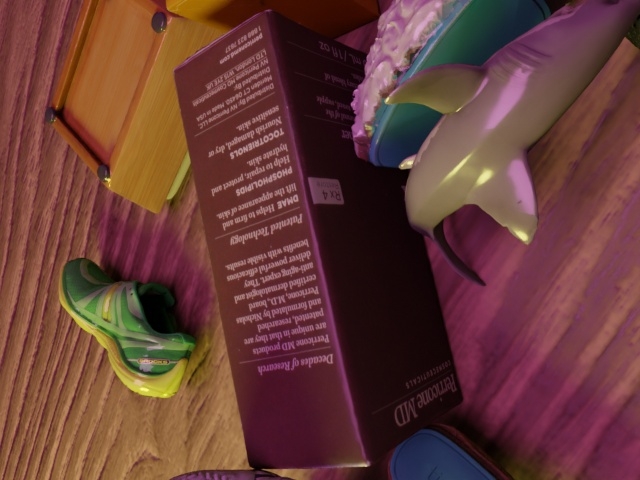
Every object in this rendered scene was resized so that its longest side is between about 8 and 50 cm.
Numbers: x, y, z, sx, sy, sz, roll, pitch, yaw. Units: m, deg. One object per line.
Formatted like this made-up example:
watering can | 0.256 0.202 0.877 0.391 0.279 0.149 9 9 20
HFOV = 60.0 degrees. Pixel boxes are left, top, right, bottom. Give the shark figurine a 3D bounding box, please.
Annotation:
shark figurine | 0.118 -0.035 0.415 0.116 0.166 0.278 59 153 24

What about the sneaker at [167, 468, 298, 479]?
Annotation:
sneaker | -0.041 0.332 0.528 0.210 0.366 0.137 -30 34 42

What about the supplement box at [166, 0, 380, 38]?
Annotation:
supplement box | -0.055 -0.323 0.566 0.129 0.191 0.194 -12 84 36

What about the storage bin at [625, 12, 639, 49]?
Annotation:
storage bin | 0.298 -0.188 0.359 0.180 0.122 0.084 -44 68 29

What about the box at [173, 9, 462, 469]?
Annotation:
box | 0.000 0.000 0.542 0.143 0.191 0.381 -16 83 35

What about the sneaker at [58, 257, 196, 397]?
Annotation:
sneaker | -0.277 0.105 0.818 0.295 0.109 0.123 35 89 31

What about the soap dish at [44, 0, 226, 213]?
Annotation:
soap dish | -0.253 -0.218 0.761 0.229 0.118 0.291 43 116 27

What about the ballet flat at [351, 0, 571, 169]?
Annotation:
ballet flat | 0.157 -0.243 0.467 0.409 0.147 0.147 -49 65 21

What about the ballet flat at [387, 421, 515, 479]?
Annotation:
ballet flat | 0.194 0.291 0.454 0.116 0.124 0.342 -49 52 -7
